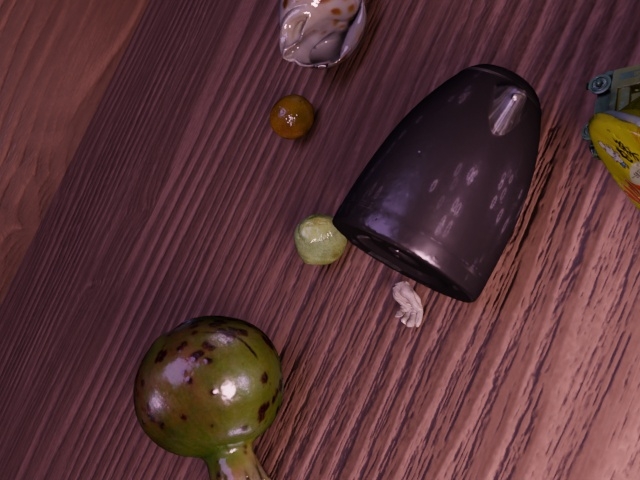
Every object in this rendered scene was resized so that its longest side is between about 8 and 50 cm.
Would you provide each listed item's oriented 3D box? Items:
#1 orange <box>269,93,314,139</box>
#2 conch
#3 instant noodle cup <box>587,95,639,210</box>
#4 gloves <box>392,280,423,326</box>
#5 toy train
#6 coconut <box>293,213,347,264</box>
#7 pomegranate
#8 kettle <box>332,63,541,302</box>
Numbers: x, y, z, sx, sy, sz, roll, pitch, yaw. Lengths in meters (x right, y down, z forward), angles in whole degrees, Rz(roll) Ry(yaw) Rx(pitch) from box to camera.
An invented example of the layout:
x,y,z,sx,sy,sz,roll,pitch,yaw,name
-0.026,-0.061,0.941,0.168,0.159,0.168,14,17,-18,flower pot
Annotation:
x,y,z,sx,sy,sz,roll,pitch,yaw,name
-0.054,-0.245,1.399,0.085,0.085,0.095,0,47,52,orange
0.013,-0.453,1.392,0.275,0.183,0.149,-56,3,0,conch
0.399,-0.060,0.540,0.221,0.311,0.311,-44,38,10,instant noodle cup
0.122,0.083,0.993,0.044,0.037,0.081,125,144,-59,gloves
0.356,-0.153,0.844,0.081,0.050,0.122,-6,61,42,toy train
0.000,0.000,1.169,0.088,0.096,0.087,-7,60,13,coconut
-0.148,0.254,1.088,0.242,0.242,0.306,-53,56,14,pomegranate
0.166,-0.091,0.939,0.290,0.207,0.268,-61,7,-7,kettle
